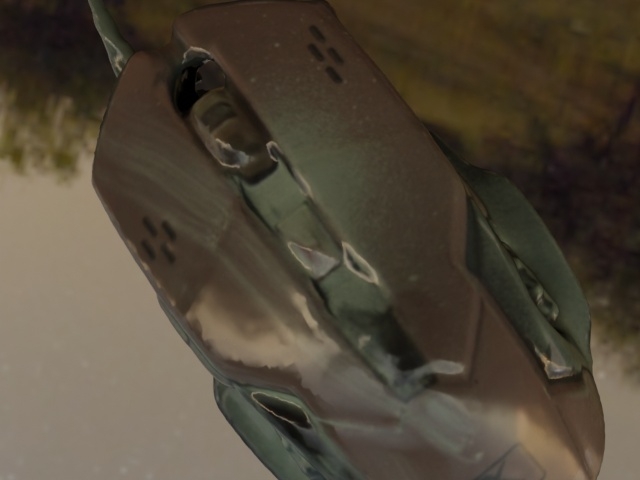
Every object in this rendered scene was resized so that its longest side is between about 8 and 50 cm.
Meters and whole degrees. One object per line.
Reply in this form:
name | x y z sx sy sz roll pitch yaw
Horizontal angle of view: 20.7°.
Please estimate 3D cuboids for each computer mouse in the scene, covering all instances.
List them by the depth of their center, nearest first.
computer mouse | 0.000 0.000 0.901 0.389 0.199 0.115 51 179 10
